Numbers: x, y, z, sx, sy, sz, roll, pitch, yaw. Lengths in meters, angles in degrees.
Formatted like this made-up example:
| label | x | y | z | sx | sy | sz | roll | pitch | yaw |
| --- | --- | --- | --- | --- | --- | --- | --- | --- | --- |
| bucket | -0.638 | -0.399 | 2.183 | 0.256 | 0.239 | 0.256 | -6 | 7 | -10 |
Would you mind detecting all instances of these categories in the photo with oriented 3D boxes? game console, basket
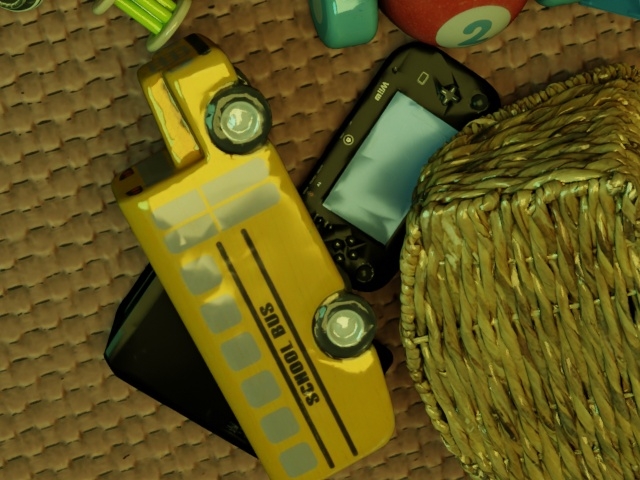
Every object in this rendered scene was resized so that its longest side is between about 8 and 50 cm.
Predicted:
| label | x | y | z | sx | sy | sz | roll | pitch | yaw |
| --- | --- | --- | --- | --- | --- | --- | --- | --- | --- |
| game console | 0.000 | 0.000 | 1.350 | 0.213 | 0.044 | 0.361 | 32 | 95 | -20 |
| basket | 0.182 | 0.042 | 1.355 | 0.213 | 0.223 | 0.299 | -11 | 117 | 17 |

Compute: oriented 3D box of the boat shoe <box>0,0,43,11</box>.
| label | x | y | z | sx | sy | sz | roll | pitch | yaw |
| --- | --- | --- | --- | --- | --- | --- | --- | --- | --- |
| boat shoe | -0.249 | -0.221 | 1.161 | 0.078 | 0.070 | 0.219 | 0 | 149 | 15 |

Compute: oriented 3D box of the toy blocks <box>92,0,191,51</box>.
| label | x | y | z | sx | sy | sz | roll | pitch | yaw |
| --- | --- | --- | --- | --- | --- | --- | --- | --- | --- |
| toy blocks | -0.148 | -0.230 | 1.245 | 0.148 | 0.054 | 0.123 | 36 | 95 | -19 |

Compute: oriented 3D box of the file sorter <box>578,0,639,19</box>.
| label | x | y | z | sx | sy | sz | roll | pitch | yaw |
| --- | --- | --- | --- | --- | --- | --- | --- | --- | --- |
| file sorter | 0.261 | -0.270 | 1.304 | 0.104 | 0.118 | 0.170 | -14 | 108 | -13 |

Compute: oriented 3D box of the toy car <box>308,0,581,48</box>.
| label | x | y | z | sx | sy | sz | roll | pitch | yaw |
| --- | --- | --- | --- | --- | --- | --- | --- | --- | --- |
| toy car | 0.113 | -0.233 | 1.212 | 0.219 | 0.238 | 0.210 | -12 | 107 | -10 |

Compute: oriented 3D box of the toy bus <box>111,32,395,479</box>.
| label | x | y | z | sx | sy | sz | roll | pitch | yaw |
| --- | --- | --- | --- | --- | --- | --- | --- | --- | --- |
| toy bus | -0.054 | 0.016 | 1.265 | 0.130 | 0.108 | 0.332 | -28 | 109 | -3 |
